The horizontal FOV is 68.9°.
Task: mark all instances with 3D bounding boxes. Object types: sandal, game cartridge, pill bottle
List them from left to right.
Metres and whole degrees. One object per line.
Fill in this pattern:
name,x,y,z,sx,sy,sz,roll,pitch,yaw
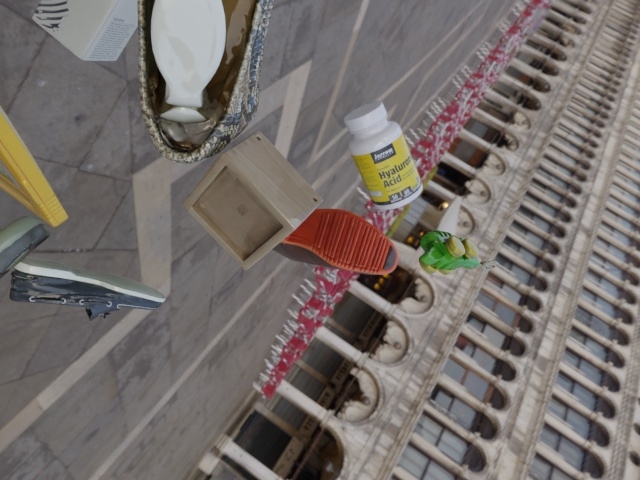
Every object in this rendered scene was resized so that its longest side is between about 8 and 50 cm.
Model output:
sandal,-0.426,0.023,0.554,0.303,0.086,0.120,-24,-148,33
game cartridge,-0.658,-0.198,0.911,0.052,0.286,0.323,-46,153,-32
pill bottle,0.072,-0.099,0.547,0.065,0.116,0.065,-23,-154,12

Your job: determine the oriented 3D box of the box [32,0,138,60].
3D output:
box,-0.298,-0.406,0.695,0.275,0.094,0.113,-47,-169,18

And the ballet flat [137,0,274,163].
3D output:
ballet flat,-0.093,-0.284,0.404,0.182,0.164,0.482,-91,-167,-56

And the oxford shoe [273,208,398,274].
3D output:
oxford shoe,0.000,0.000,0.805,0.098,0.272,0.096,91,21,-66

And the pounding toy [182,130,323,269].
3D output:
pounding toy,-0.090,-0.052,0.567,0.141,0.130,0.100,-37,-172,42

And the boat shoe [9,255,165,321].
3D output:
boat shoe,-0.547,0.134,1.108,0.340,0.127,0.112,21,90,-40

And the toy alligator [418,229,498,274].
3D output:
toy alligator,0.188,0.014,0.651,0.190,0.051,0.056,6,144,-45
